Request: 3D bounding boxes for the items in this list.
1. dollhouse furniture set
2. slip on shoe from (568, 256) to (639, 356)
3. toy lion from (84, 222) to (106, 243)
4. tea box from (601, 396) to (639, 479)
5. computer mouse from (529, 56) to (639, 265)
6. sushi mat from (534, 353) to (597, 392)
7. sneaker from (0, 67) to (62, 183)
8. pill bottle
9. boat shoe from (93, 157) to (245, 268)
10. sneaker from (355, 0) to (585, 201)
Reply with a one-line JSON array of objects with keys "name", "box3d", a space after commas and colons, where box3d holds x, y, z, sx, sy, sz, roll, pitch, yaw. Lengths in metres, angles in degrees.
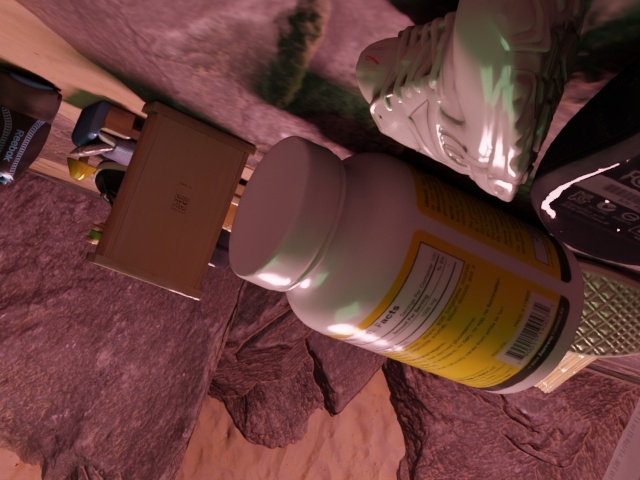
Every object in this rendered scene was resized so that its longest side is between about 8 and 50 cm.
[{"name": "dollhouse furniture set", "box3d": [-0.197, -0.039, 1.100, 0.286, 0.198, 0.303, 23, 173, -28]}, {"name": "slip on shoe", "box3d": [0.264, 0.058, 1.027, 0.331, 0.123, 0.101, 11, -157, 24]}, {"name": "toy lion", "box3d": [-0.360, 0.002, 1.457, 0.096, 0.034, 0.100, 24, -179, -1]}, {"name": "tea box", "box3d": [0.465, 0.259, 0.796, 0.220, 0.328, 0.323, 21, -175, -9]}, {"name": "computer mouse", "box3d": [0.207, -0.052, 0.381, 0.189, 0.072, 0.272, 23, 161, -14]}, {"name": "sushi mat", "box3d": [0.357, 0.152, 1.260, 0.151, 0.019, 0.316, 26, 151, 3]}, {"name": "sneaker", "box3d": [-0.468, -0.158, 1.165, 0.125, 0.139, 0.341, 21, 175, -26]}, {"name": "pill bottle", "box3d": [0.086, 0.025, 0.825, 0.334, 0.187, 0.188, 23, 173, -27]}, {"name": "boat shoe", "box3d": [-0.286, -0.052, 1.469, 0.187, 0.155, 0.500, 22, 175, -39]}, {"name": "sneaker", "box3d": [0.068, -0.081, 0.439, 0.115, 0.090, 0.232, 22, 173, 12]}]
